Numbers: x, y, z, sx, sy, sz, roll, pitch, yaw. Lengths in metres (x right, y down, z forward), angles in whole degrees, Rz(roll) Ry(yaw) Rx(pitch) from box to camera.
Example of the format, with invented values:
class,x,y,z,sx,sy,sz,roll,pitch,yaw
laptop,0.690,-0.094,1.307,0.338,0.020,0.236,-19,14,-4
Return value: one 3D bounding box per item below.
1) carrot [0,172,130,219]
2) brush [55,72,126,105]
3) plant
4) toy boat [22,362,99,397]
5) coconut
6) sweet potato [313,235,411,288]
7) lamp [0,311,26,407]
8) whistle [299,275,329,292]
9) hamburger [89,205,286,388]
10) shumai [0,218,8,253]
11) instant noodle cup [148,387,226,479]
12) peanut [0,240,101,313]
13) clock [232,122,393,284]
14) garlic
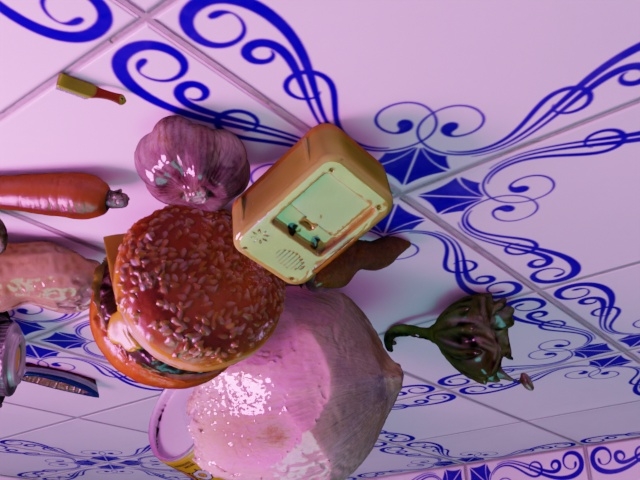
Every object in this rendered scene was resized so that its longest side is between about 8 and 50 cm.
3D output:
class,x,y,z,sx,sy,sz,roll,pitch,yaw
carrot,-0.438,-0.071,1.109,0.336,0.069,0.069,5,153,1
brush,-0.277,-0.179,0.938,0.083,0.019,0.021,14,159,-27
plant,0.245,0.221,1.604,0.333,0.180,0.251,-11,141,26
toy boat,-0.650,0.352,1.946,0.080,0.046,0.229,-23,146,35
coconut,-0.025,0.273,1.454,0.404,0.404,0.404,-1,153,-1
sweet potato,0.071,0.026,1.267,0.218,0.065,0.051,-22,-157,-35
lamp,-0.726,0.229,1.516,0.272,0.205,0.374,-2,170,12
whistle,0.000,-0.001,1.261,0.068,0.057,0.326,-2,153,-6
hamburger,-0.201,0.080,1.193,0.291,0.291,0.225,12,148,-24
shumai,-0.521,-0.025,1.159,0.124,0.087,0.099,-13,139,11
instant noodle cup,-0.251,0.465,1.928,0.325,0.325,0.254,-23,136,36
peanut,-0.505,0.058,1.284,0.290,0.130,0.130,4,153,-14
clock,-0.013,-0.047,1.055,0.202,0.096,0.143,-40,125,22
garlic,-0.167,-0.093,1.021,0.147,0.102,0.159,-15,150,27
